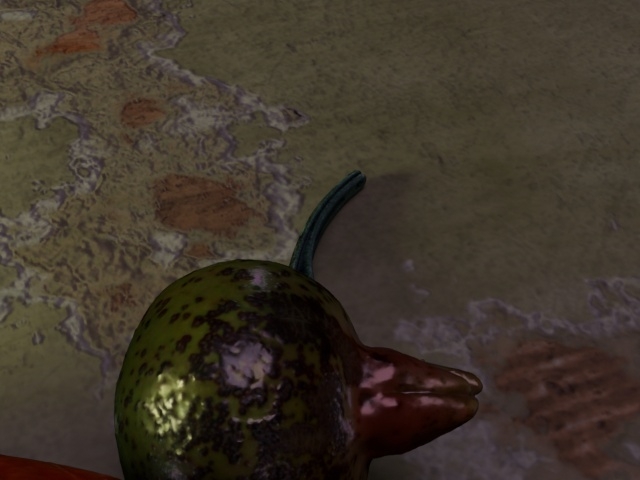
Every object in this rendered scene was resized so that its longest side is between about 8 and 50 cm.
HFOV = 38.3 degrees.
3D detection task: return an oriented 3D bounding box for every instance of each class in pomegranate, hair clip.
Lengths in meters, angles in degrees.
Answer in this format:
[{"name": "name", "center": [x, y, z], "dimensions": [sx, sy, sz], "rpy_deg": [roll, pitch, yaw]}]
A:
[{"name": "pomegranate", "center": [-0.014, 0.116, 0.628], "dimensions": [0.247, 0.214, 0.214], "rpy_deg": [-3, 45, 8]}, {"name": "hair clip", "center": [0.000, 0.000, 0.866], "dimensions": [0.070, 0.039, 0.230], "rpy_deg": [13, 44, 7]}]

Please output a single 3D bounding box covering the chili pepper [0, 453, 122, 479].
[{"name": "chili pepper", "center": [-0.122, 0.244, 0.467], "dimensions": [0.305, 0.251, 0.229], "rpy_deg": [13, 11, -1]}]
